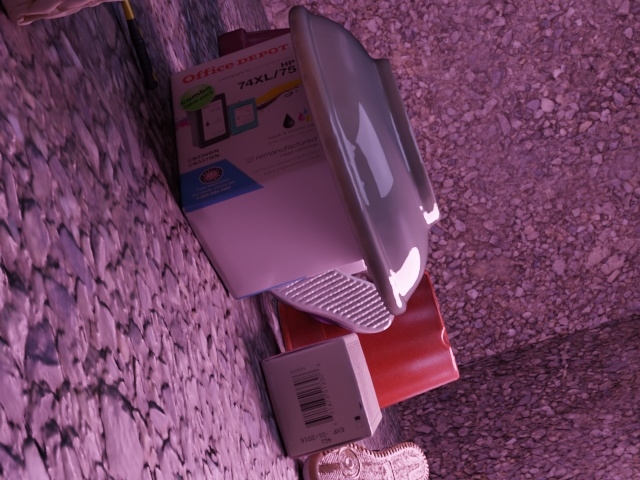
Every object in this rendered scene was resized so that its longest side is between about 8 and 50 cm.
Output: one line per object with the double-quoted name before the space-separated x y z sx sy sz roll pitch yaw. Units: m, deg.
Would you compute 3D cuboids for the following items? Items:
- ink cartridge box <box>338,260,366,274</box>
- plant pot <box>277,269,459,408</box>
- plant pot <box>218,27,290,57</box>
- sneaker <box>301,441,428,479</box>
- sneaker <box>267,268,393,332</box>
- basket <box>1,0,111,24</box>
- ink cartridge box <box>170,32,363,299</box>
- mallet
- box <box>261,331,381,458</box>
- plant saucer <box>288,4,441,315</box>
"ink cartridge box" 0.000 0.000 1.971 0.219 0.160 0.093 -92 164 -67
"plant pot" 0.091 0.182 1.765 0.272 0.265 0.273 -18 90 -85
"plant pot" -0.090 -0.344 2.021 0.201 0.180 0.201 -16 90 -84
"sneaker" 0.033 0.378 1.566 0.282 0.153 0.099 10 61 -50
"sneaker" -0.036 0.068 1.575 0.282 0.102 0.161 35 -15 -24
"basket" -0.142 -0.390 0.829 0.328 0.331 0.266 -99 173 -53
"ink cartridge box" -0.071 -0.104 1.347 0.197 0.198 0.270 66 8 -47
"mallet" -0.225 -0.265 1.166 0.062 0.039 0.190 -96 172 -71
"box" 0.007 0.226 1.494 0.232 0.126 0.149 34 39 -82
"plant saucer" 0.071 -0.110 1.241 0.400 0.100 0.401 -18 90 -84
